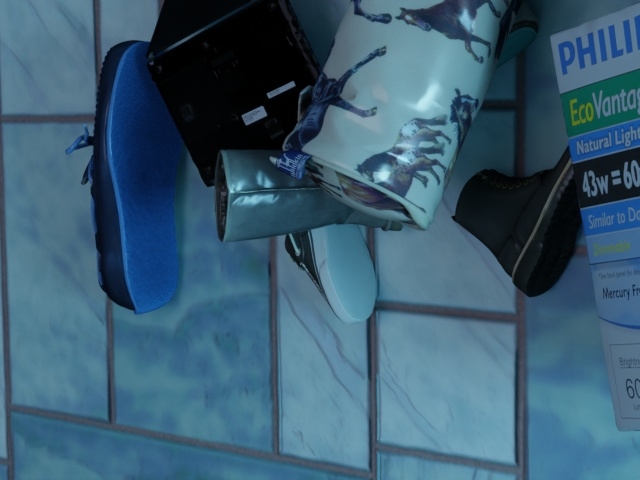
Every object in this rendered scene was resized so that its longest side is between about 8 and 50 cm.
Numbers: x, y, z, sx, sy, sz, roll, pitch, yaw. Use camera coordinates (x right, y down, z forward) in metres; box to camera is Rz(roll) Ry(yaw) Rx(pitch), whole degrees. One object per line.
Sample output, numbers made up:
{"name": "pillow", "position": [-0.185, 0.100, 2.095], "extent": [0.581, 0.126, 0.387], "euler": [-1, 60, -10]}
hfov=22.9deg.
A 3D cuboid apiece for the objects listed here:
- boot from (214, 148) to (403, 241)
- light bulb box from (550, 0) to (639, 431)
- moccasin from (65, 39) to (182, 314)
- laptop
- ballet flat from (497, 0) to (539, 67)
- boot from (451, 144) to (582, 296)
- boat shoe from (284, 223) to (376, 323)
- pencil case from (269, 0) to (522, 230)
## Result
{"name": "boot", "position": [-0.008, -0.089, 1.703], "extent": [0.076, 0.208, 0.190], "euler": [-141, 54, -78]}
{"name": "light bulb box", "position": [0.396, -0.041, 1.269], "extent": [0.358, 0.225, 0.361], "euler": [-15, 84, 64]}
{"name": "moccasin", "position": [-0.255, -0.079, 1.968], "extent": [0.117, 0.137, 0.342], "euler": [12, 101, 44]}
{"name": "laptop", "position": [-0.076, -0.233, 1.844], "extent": [0.234, 0.136, 0.264], "euler": [-22, 96, 41]}
{"name": "ballet flat", "position": [0.133, -0.180, 1.644], "extent": [0.213, 0.072, 0.068], "euler": [-39, 63, 18]}
{"name": "boot", "position": [0.210, -0.060, 1.606], "extent": [0.137, 0.077, 0.198], "euler": [44, 120, 35]}
{"name": "boat shoe", "position": [0.000, 0.000, 1.796], "extent": [0.070, 0.077, 0.219], "euler": [-33, 65, 38]}
{"name": "pencil case", "position": [0.096, -0.226, 1.542], "extent": [0.183, 0.160, 0.410], "euler": [21, 88, 21]}
